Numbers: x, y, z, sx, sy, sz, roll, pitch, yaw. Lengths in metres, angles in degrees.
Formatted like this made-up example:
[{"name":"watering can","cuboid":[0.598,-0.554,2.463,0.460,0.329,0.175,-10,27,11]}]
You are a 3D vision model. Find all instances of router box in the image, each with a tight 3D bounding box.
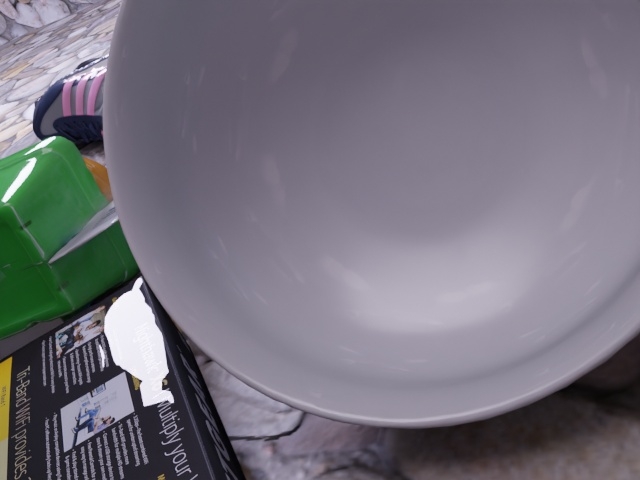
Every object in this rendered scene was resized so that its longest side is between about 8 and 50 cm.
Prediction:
[{"name":"router box","cuboid":[-0.161,0.170,0.385,0.243,0.081,0.309,-31,30,-7]}]

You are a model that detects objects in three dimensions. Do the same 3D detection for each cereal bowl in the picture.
[{"name":"cereal bowl","cuboid":[0.052,-0.073,0.418,0.338,0.339,0.141,-15,-5,19]}]

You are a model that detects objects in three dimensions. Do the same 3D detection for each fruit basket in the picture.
[{"name":"fruit basket","cuboid":[-0.298,-0.007,0.747,0.327,0.165,0.353,-21,14,8]}]

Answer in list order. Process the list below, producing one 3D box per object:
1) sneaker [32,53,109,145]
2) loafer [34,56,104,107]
[{"name":"sneaker","cuboid":[-0.336,-0.191,1.083,0.319,0.112,0.131,-21,59,32]},{"name":"loafer","cuboid":[-0.448,-0.285,1.350,0.078,0.076,0.223,5,38,21]}]
